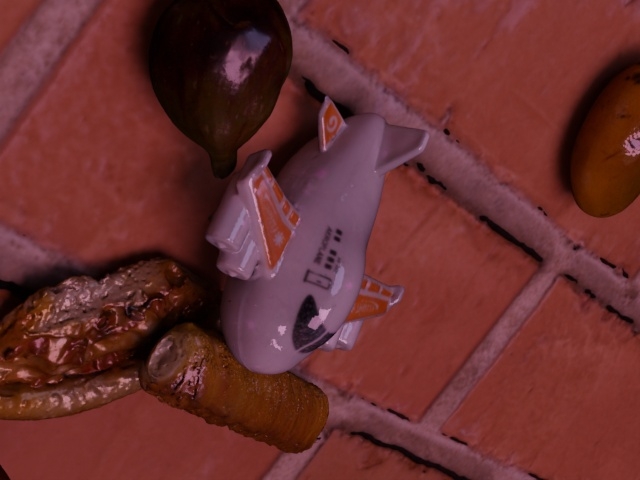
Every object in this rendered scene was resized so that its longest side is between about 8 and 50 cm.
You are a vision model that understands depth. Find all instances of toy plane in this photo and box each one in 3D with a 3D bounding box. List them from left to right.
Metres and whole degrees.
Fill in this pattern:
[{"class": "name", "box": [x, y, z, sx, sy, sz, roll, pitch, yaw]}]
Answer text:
[{"class": "toy plane", "box": [0.000, 0.000, 1.080, 0.244, 0.117, 0.245, -20, 116, -49]}]

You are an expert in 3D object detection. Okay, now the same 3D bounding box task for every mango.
[{"class": "mango", "box": [0.310, -0.102, 1.311, 0.115, 0.090, 0.178, 9, 122, -50]}]

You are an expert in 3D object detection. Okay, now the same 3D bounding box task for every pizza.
[{"class": "pizza", "box": [-0.182, 0.083, 1.078, 0.271, 0.056, 0.134, -9, 133, -35]}]

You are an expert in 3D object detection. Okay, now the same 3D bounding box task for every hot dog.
[{"class": "hot dog", "box": [-0.065, 0.140, 1.165, 0.083, 0.068, 0.289, -47, 149, 4]}]

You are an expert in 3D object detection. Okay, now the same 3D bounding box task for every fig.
[{"class": "fig", "box": [-0.072, -0.119, 0.984, 0.109, 0.103, 0.155, -10, 120, -5]}]

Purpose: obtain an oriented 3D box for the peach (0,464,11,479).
[{"class": "peach", "box": [-0.336, 0.236, 0.939, 0.252, 0.252, 0.252, -21, 131, -26]}]
